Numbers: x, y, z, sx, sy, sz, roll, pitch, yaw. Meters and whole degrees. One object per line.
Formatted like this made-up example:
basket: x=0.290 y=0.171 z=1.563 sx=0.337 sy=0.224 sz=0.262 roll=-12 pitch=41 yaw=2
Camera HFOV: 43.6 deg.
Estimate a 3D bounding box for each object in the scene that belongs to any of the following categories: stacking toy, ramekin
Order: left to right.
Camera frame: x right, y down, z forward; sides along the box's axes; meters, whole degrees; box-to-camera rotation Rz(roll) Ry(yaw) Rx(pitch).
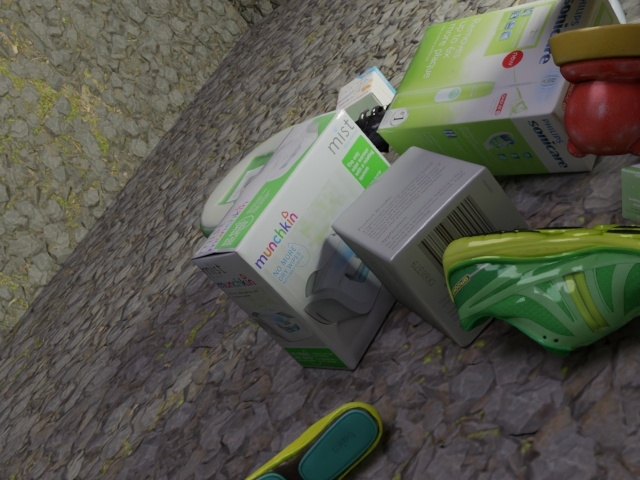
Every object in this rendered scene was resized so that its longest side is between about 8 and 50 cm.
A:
ramekin: x=-0.067 y=-0.066 z=1.398 sx=0.303 sy=0.148 sz=0.303 roll=-34 pitch=24 yaw=18
stacking toy: x=0.421 y=-0.153 z=0.804 sx=0.279 sy=0.130 sz=0.309 roll=-5 pitch=6 yaw=-34

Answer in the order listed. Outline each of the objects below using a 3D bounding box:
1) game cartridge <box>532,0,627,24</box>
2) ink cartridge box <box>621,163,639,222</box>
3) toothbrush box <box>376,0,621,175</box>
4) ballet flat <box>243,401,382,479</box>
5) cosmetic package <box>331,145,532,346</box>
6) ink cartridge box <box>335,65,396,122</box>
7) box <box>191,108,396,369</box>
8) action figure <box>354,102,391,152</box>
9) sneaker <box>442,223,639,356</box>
game cartridge: x=0.377 y=-0.319 z=1.257 sx=0.196 sy=0.060 sz=0.294 roll=-33 pitch=25 yaw=30
ink cartridge box: x=0.415 y=-0.056 z=0.704 sx=0.235 sy=0.056 sz=0.171 roll=-15 pitch=17 yaw=-17
toothbrush box: x=0.248 y=-0.203 z=1.090 sx=0.283 sy=0.122 sz=0.206 roll=3 pitch=60 yaw=47
ballet flat: x=-0.026 y=0.261 z=0.884 sx=0.231 sy=0.077 sz=0.077 roll=-40 pitch=2 yaw=-1
cosmetic package: x=0.138 y=0.000 z=0.954 sx=0.151 sy=0.151 sz=0.184 roll=-44 pitch=24 yaw=-4
ink cartridge box: x=0.092 y=-0.254 z=1.546 sx=0.092 sy=0.090 sz=0.143 roll=-31 pitch=25 yaw=25
box: x=0.000 y=0.000 z=1.075 sx=0.127 sy=0.231 sz=0.262 roll=-9 pitch=39 yaw=53
action figure: x=0.123 y=-0.164 z=1.289 sx=0.164 sy=0.141 sz=0.276 roll=-16 pitch=19 yaw=43
sneaker: x=0.260 y=0.048 z=0.764 sx=0.295 sy=0.123 sz=0.109 roll=-1 pitch=6 yaw=38
